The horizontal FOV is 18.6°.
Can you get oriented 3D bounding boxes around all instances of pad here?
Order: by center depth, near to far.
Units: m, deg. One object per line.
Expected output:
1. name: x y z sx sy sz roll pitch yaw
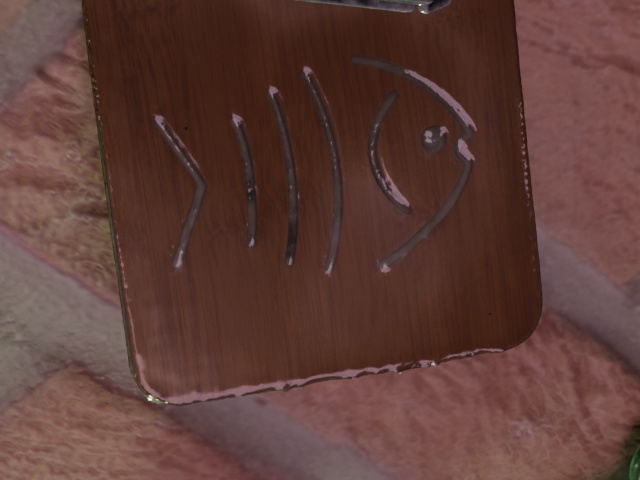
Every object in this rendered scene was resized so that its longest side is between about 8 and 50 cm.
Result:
1. pad: 0.001 -0.048 1.264 0.284 0.018 0.286 -9 100 -12

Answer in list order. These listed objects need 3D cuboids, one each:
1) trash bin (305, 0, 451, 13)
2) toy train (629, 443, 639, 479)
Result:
1. trash bin: 0.014 -0.265 1.104 0.161 0.184 0.238 4 113 -20
2. toy train: 0.266 0.327 1.589 0.442 0.179 0.272 -34 134 -3
